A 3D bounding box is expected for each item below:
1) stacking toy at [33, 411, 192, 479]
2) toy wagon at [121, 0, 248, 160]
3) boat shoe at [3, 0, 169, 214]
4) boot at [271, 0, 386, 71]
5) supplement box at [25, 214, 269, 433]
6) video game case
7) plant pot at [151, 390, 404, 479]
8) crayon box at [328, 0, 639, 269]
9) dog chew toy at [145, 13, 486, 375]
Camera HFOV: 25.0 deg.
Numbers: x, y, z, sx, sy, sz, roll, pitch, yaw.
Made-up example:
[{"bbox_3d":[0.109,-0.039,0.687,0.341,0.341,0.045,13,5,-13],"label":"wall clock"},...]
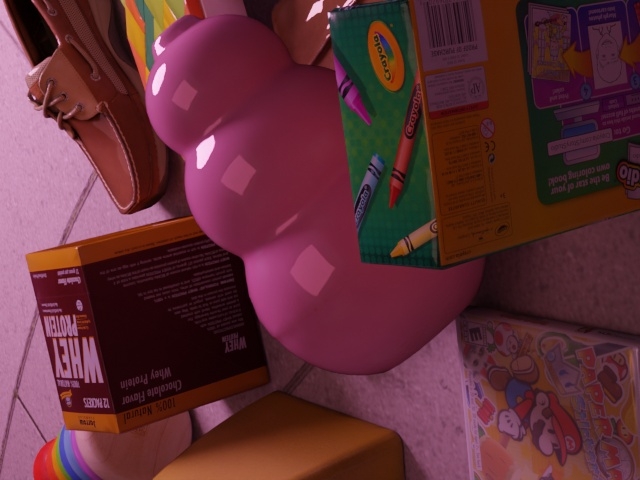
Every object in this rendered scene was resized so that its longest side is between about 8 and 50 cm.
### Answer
[{"bbox_3d":[-0.279,0.267,1.789,0.330,0.141,0.141,-38,71,57],"label":"stacking toy"},{"bbox_3d":[-0.125,-0.222,1.390,0.267,0.068,0.344,58,159,28],"label":"toy wagon"},{"bbox_3d":[-0.277,-0.177,1.629,0.122,0.120,0.324,-40,69,51],"label":"boat shoe"},{"bbox_3d":[0.075,-0.177,1.200,0.269,0.089,0.236,-45,59,51],"label":"boot"},{"bbox_3d":[-0.183,0.084,1.535,0.129,0.191,0.194,-7,97,54],"label":"supplement box"},{"bbox_3d":[0.198,0.177,1.200,0.206,0.026,0.227,9,108,51],"label":"video game case"},{"bbox_3d":[-0.050,0.292,1.434,0.212,0.187,0.212,11,110,51],"label":"plant pot"},{"bbox_3d":[0.143,-0.090,0.965,0.081,0.278,0.165,3,104,51],"label":"crayon box"},{"bbox_3d":[-0.016,-0.050,1.201,0.332,0.206,0.206,50,142,-1],"label":"dog chew toy"}]
